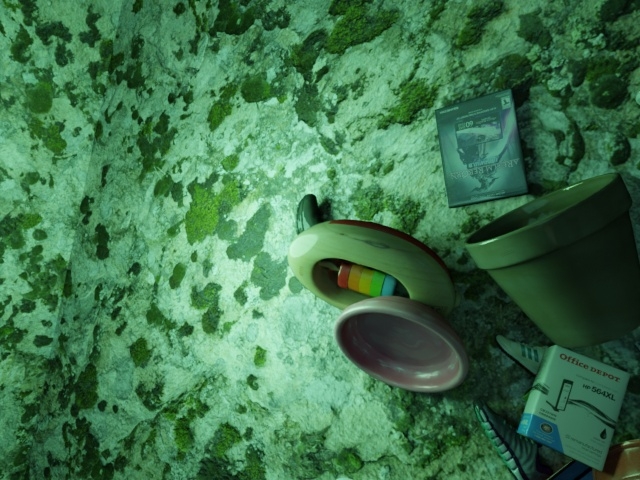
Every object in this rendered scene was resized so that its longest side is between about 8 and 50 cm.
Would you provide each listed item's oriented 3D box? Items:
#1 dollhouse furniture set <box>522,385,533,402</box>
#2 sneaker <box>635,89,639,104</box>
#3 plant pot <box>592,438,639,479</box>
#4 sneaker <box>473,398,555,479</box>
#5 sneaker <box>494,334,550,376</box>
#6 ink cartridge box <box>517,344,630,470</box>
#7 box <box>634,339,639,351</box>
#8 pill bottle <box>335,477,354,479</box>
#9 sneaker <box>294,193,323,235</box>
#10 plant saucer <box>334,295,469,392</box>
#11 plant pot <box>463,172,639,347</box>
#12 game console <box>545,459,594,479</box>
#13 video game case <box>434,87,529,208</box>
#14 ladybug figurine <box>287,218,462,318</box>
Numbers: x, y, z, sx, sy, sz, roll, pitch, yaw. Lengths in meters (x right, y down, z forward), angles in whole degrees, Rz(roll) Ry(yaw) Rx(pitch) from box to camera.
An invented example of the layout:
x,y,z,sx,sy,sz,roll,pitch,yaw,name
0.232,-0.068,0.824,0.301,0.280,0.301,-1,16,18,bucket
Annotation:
x,y,z,sx,sy,sz,roll,pitch,yaw,name
0.535,0.394,0.997,0.151,0.059,0.076,47,108,24,dollhouse furniture set
0.789,-0.326,0.915,0.217,0.079,0.121,16,90,21,sneaker
0.627,0.542,0.754,0.273,0.265,0.272,14,125,21,plant pot
0.453,0.463,1.041,0.098,0.083,0.223,-30,75,1,sneaker
0.493,0.265,1.042,0.161,0.057,0.075,40,88,27,sneaker
0.525,0.341,0.925,0.148,0.086,0.203,21,76,20,ink cartridge box
0.735,0.216,0.897,0.137,0.027,0.093,-37,49,16,box
0.036,0.791,1.187,0.153,0.153,0.264,28,99,28,pill bottle
0.000,0.000,1.319,0.130,0.109,0.285,-6,90,19,sneaker
0.200,0.249,1.097,0.333,0.084,0.331,16,137,16,plant saucer
0.511,0.056,0.922,0.323,0.323,0.280,-28,88,24,plant pot
0.562,0.538,0.953,0.124,0.085,0.144,47,108,26,game console
0.410,-0.234,1.143,0.196,0.026,0.273,-10,80,28,video game case
0.139,0.073,1.144,0.450,0.161,0.304,19,138,14,ladybug figurine
